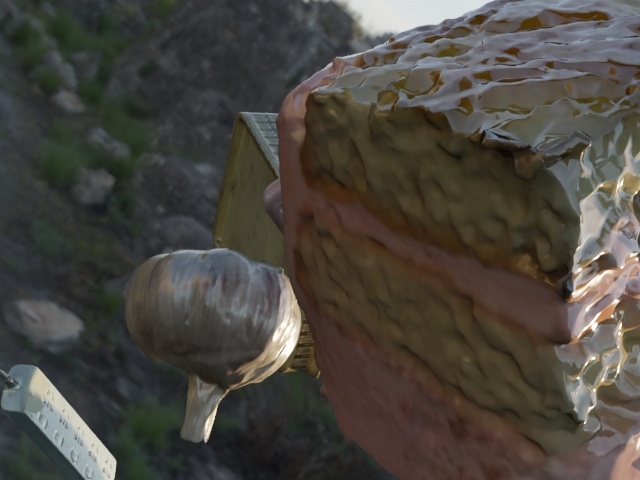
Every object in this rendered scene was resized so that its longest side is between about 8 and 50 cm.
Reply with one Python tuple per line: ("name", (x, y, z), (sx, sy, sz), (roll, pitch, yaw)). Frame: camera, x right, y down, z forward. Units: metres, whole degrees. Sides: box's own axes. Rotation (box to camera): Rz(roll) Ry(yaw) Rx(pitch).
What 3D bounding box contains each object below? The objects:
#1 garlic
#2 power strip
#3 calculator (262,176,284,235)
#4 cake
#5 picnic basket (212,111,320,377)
("garlic", (-0.125, 0.121, 1.354), (0.218, 0.212, 0.218), (7, -13, 2))
("power strip", (-0.288, 0.214, 1.325), (0.253, 0.027, 0.060), (63, 23, -43))
("calculator", (0.017, -0.015, 1.162), (0.175, 0.100, 0.032), (54, 15, -35))
("cake", (0.161, -0.003, 0.822), (0.293, 0.314, 0.307), (25, -48, 49))
("picnic basket", (0.000, 0.000, 1.549), (0.175, 0.228, 0.313), (-2, 37, -25))
